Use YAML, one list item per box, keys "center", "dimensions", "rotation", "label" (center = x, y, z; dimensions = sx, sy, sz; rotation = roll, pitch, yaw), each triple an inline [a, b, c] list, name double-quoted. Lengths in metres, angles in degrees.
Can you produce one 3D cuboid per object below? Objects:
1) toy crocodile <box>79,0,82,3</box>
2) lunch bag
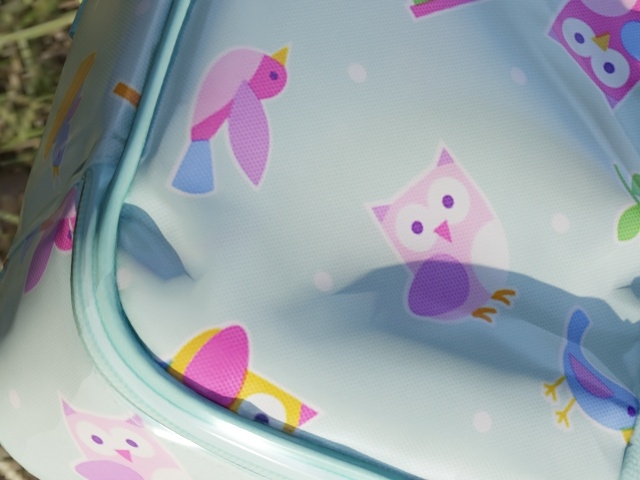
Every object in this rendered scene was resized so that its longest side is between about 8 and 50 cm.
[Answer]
- center: [0.000, 0.000, 0.827]
  dimensions: [0.115, 0.105, 0.341]
  rotation: [-25, 64, -7]
  label: "toy crocodile"
- center: [0.043, -0.035, 0.569]
  dimensions: [0.224, 0.108, 0.279]
  rotation: [24, 62, -17]
  label: "lunch bag"
